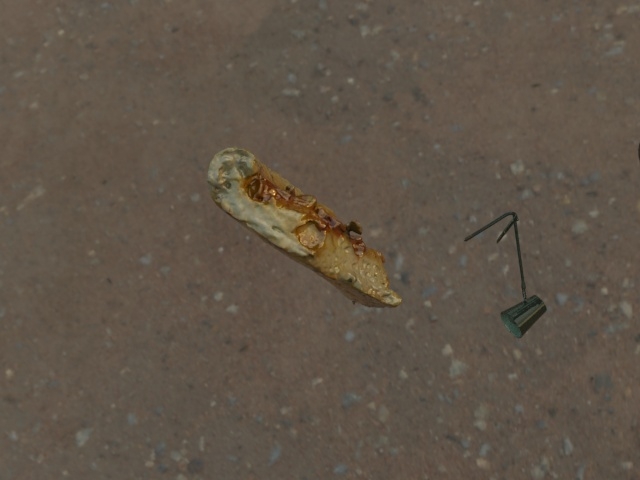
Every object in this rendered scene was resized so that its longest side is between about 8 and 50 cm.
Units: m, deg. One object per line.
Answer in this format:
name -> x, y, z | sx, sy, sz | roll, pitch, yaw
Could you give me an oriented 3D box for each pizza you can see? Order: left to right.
pizza -> -0.005, -0.004, 0.724 | 0.056, 0.271, 0.134 | -53, 45, -2

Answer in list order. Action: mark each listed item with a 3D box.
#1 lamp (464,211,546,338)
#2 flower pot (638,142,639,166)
lamp -> 0.195, 0.035, 0.891 | 0.054, 0.121, 0.041 | -33, 23, -13
flower pot -> 0.365, -0.090, 0.810 | 0.107, 0.157, 0.157 | -33, 44, -32
